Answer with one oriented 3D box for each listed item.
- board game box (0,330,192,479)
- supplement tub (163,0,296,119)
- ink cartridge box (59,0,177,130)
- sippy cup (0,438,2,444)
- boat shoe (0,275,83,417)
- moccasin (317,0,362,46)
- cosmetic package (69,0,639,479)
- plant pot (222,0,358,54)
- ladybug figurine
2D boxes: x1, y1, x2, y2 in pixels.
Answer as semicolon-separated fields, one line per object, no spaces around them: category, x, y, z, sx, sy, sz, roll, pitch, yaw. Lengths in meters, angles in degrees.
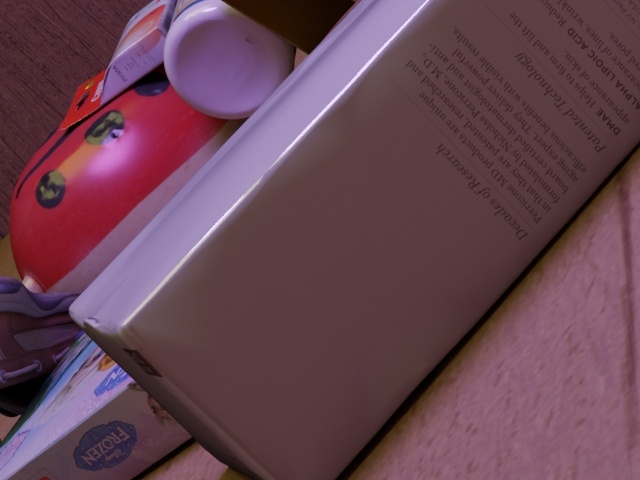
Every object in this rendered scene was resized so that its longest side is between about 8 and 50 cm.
board game box;-0.133;0.088;1.356;0.318;0.066;0.318;-38;14;34
supplement tub;-0.096;-0.241;1.865;0.144;0.144;0.200;-40;22;25
ink cartridge box;-0.241;-0.218;1.966;0.179;0.045;0.145;-30;23;16
sippy cup;-0.405;0.231;1.417;0.240;0.224;0.305;-46;12;0
boat shoe;-0.283;0.110;1.544;0.123;0.116;0.324;-15;-11;16
moccasin;0.144;-0.210;1.246;0.380;0.139;0.147;-44;11;4
cosmetic package;0.039;-0.038;0.999;0.385;0.156;0.217;-48;12;-9
plant pot;0.031;-0.304;1.673;0.187;0.212;0.212;-62;16;-12
ladybug figurine;-0.223;-0.101;1.988;0.305;0.162;0.449;-10;37;53
